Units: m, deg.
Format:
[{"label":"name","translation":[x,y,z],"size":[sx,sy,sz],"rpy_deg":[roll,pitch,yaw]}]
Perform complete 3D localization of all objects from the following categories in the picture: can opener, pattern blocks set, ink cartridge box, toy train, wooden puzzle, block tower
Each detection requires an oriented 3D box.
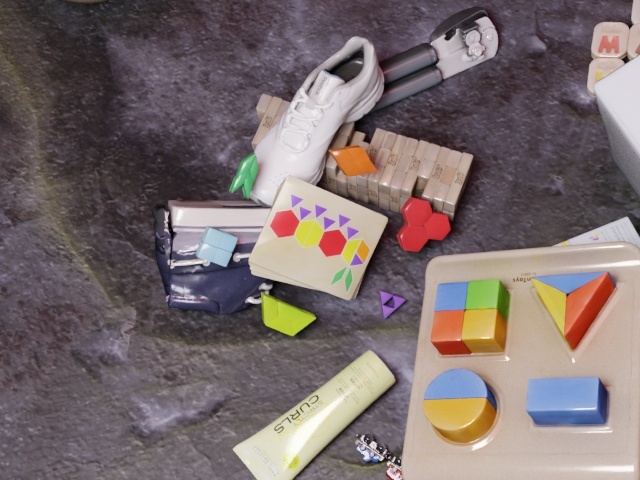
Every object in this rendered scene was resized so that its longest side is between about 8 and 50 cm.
[{"label":"can opener","translation":[0.158,-0.281,1.853],"size":[0.280,0.074,0.093],"rpy_deg":[-27,34,-11]},{"label":"pattern blocks set","translation":[0.000,0.000,1.648],"size":[0.324,0.026,0.285],"rpy_deg":[31,94,-23]},{"label":"ink cartridge box","translation":[0.391,0.061,1.684],"size":[0.175,0.072,0.127],"rpy_deg":[-21,68,-7]},{"label":"toy train","translation":[0.110,0.321,1.611],"size":[0.158,0.027,0.036],"rpy_deg":[34,83,15]},{"label":"wooden puzzle","translation":[0.268,0.164,1.561],"size":[0.322,0.080,0.348],"rpy_deg":[-5,62,26]},{"label":"block tower","translation":[0.055,-0.120,1.766],"size":[0.335,0.091,0.097],"rpy_deg":[19,68,11]}]

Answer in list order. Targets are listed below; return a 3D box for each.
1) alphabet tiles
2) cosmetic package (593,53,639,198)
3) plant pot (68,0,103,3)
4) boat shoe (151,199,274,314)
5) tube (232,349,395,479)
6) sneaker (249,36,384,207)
[{"label":"alphabet tiles","translation":[0.567,-0.280,1.817],"size":[0.284,0.021,0.278],"rpy_deg":[5,65,18]},{"label":"cosmetic package","translation":[0.595,-0.119,1.527],"size":[0.327,0.393,0.329],"rpy_deg":[-34,74,10]},{"label":"plant pot","translation":[-0.384,-0.499,1.892],"size":[0.284,0.191,0.284],"rpy_deg":[-1,68,2]},{"label":"boat shoe","translation":[-0.080,0.025,1.711],"size":[0.340,0.127,0.158],"rpy_deg":[1,99,-12]},{"label":"tube","translation":[-0.002,0.252,1.629],"size":[0.240,0.062,0.070],"rpy_deg":[-38,30,-8]},{"label":"sneaker","translation":[-0.016,-0.180,1.676],"size":[0.111,0.129,0.297],"rpy_deg":[30,72,13]}]
